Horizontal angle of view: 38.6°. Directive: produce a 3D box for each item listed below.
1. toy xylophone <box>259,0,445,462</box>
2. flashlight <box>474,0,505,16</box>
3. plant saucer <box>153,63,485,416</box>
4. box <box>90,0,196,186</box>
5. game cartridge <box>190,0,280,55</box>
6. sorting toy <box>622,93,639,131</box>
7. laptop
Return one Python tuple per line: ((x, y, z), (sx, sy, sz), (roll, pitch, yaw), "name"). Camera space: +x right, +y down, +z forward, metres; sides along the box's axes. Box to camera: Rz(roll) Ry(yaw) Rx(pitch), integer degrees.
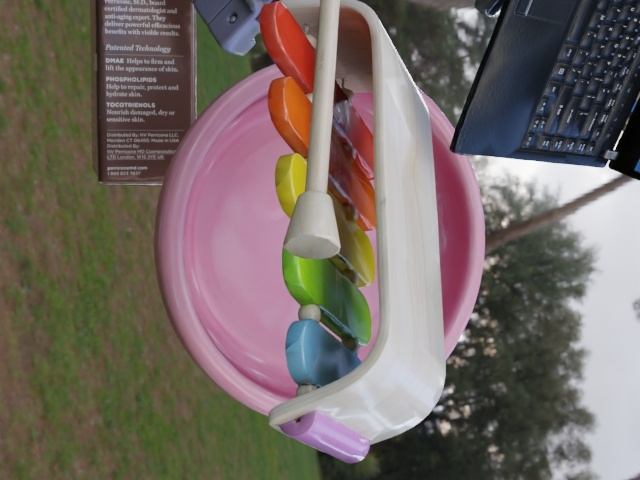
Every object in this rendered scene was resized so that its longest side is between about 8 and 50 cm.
((0.014, -0.032, 0.590), (0.236, 0.081, 0.322), (54, 33, -51), "toy xylophone")
((0.176, -0.299, 0.606), (0.304, 0.103, 0.103), (-51, -151, 21), "flashlight")
((0.000, 0.000, 0.846), (0.084, 0.332, 0.332), (3, -73, 62), "plant saucer")
((-0.251, -0.274, 1.275), (0.191, 0.143, 0.381), (-150, -118, -72), "box")
((-0.034, -0.404, 0.994), (0.230, 0.355, 0.068), (56, 23, 18), "game cartridge")
((0.448, -0.187, 1.188), (0.046, 0.275, 0.132), (113, -30, -47), "sorting toy")
((0.258, -0.130, 0.613), (0.136, 0.264, 0.234), (44, -57, 46), "laptop")
